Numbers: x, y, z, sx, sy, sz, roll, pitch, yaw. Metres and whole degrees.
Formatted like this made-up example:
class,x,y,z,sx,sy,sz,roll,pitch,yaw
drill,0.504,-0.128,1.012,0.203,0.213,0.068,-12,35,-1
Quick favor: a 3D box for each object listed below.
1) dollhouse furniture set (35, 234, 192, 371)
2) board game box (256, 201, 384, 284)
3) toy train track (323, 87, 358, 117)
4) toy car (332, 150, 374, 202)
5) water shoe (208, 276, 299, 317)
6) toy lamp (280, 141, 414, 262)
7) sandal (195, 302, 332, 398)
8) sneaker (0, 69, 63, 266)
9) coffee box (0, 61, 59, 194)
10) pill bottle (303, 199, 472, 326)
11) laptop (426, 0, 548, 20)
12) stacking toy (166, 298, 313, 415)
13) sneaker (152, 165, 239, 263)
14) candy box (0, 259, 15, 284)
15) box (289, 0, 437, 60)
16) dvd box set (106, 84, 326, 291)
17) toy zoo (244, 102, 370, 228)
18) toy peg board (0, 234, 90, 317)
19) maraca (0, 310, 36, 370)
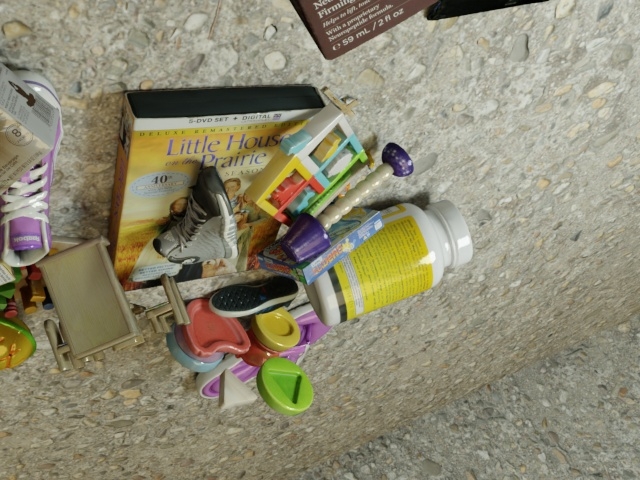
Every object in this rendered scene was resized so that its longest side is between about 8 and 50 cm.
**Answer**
class,x,y,z,sx,sy,sz,roll,pitch,yaw
dollhouse furniture set,-0.354,0.101,1.203,0.212,0.161,0.242,-22,174,-6
board game box,0.000,0.000,1.334,0.201,0.136,0.035,-37,122,-30
toy train track,0.030,-0.228,1.193,0.048,0.014,0.083,-30,144,21
toy car,0.051,-0.112,1.354,0.060,0.041,0.122,0,141,-36
water shoe,-0.141,0.137,1.557,0.203,0.073,0.080,-10,145,-25
toy lamp,0.046,-0.063,1.270,0.274,0.080,0.080,-39,152,-16
sandal,-0.113,0.292,1.782,0.416,0.102,0.169,-34,148,13
sneaker,-0.389,-0.077,0.971,0.102,0.161,0.282,-6,142,-28
coffee box,-0.432,-0.160,0.796,0.141,0.098,0.246,-36,127,15
pill bottle,0.130,0.036,1.491,0.333,0.188,0.188,-19,149,-10
laptop,0.286,-0.451,1.044,0.234,0.137,0.264,-14,173,-18
stacking toy,-0.173,0.270,1.543,0.308,0.280,0.130,13,131,-41
sneaker,-0.203,-0.020,1.145,0.132,0.086,0.229,-17,150,-11
candy box,-0.555,0.037,1.068,0.186,0.109,0.053,-21,149,-10
box,0.019,-0.358,0.836,0.168,0.167,0.203,-28,149,5
dvd box set,-0.188,-0.076,1.213,0.307,0.062,0.420,-8,145,-28
toy zoo,-0.018,-0.114,1.195,0.192,0.030,0.293,-46,162,2
toy peg board,-0.479,0.069,1.203,0.160,0.079,0.161,9,135,-44
maraca,-0.580,0.162,1.255,0.127,0.099,0.185,-30,133,23
